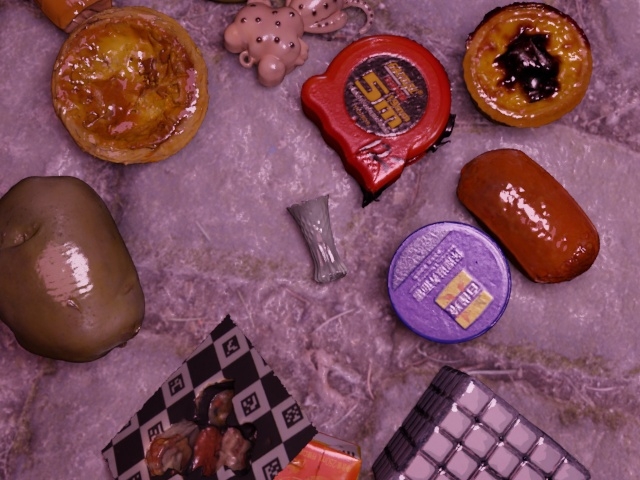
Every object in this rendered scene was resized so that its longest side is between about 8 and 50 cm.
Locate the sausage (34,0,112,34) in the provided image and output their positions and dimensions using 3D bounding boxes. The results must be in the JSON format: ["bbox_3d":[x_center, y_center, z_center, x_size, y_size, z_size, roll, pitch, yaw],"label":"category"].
[{"bbox_3d":[-0.517,-0.532,1.318,0.134,0.116,0.354,-40,83,13],"label":"sausage"}]

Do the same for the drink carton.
[{"bbox_3d":[-0.056,0.503,1.235,0.155,0.111,0.351,19,88,4],"label":"drink carton"}]

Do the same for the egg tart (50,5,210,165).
[{"bbox_3d":[-0.334,-0.268,1.294,0.290,0.115,0.290,0,87,4],"label":"egg tart"}]

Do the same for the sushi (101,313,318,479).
[{"bbox_3d":[-0.179,0.346,1.223,0.339,0.069,0.320,-47,46,-2],"label":"sushi"}]

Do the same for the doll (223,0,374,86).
[{"bbox_3d":[-0.036,-0.394,1.302,0.278,0.119,0.154,-32,87,-10],"label":"doll"}]

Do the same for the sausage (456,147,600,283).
[{"bbox_3d":[0.351,-0.043,1.237,0.141,0.153,0.268,-42,85,4],"label":"sausage"}]

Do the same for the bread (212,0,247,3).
[{"bbox_3d":[-0.147,-0.510,1.286,0.261,0.158,0.156,-30,89,2],"label":"bread"}]

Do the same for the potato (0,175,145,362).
[{"bbox_3d":[-0.441,0.051,1.220,0.243,0.221,0.326,-21,90,-2],"label":"potato"}]

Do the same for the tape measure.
[{"bbox_3d":[0.109,-0.227,1.279,0.260,0.114,0.253,-37,86,-5],"label":"tape measure"}]

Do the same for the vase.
[{"bbox_3d":[0.000,0.000,1.286,0.081,0.081,0.148,-18,90,0],"label":"vase"}]

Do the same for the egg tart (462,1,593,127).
[{"bbox_3d":[0.339,-0.285,1.247,0.215,0.171,0.215,0,86,1],"label":"egg tart"}]

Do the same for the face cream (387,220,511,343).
[{"bbox_3d":[0.219,0.069,1.247,0.206,0.111,0.205,0,91,11],"label":"face cream"}]

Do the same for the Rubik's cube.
[{"bbox_3d":[0.241,0.365,1.170,0.237,0.237,0.238,37,87,3],"label":"Rubik's cube"}]
